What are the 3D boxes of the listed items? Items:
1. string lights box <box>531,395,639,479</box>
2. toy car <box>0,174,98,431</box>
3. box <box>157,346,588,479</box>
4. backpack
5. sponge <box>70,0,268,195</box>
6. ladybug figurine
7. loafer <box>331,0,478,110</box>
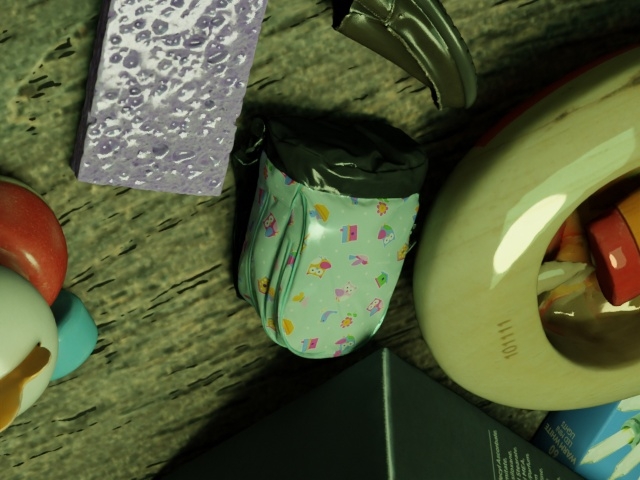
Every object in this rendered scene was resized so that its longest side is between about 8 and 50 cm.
[{"bbox_3d":[0.299,0.185,1.267,0.133,0.077,0.260,20,107,-28],"label":"string lights box"},{"bbox_3d":[-0.263,0.067,0.889,0.210,0.238,0.219,-27,123,-6],"label":"toy car"},{"bbox_3d":[0.081,0.317,1.114,0.293,0.212,0.395,-33,129,30],"label":"box"},{"bbox_3d":[0.000,0.000,1.031,0.152,0.115,0.182,5,117,-26],"label":"backpack"},{"bbox_3d":[-0.109,-0.136,0.964,0.117,0.031,0.210,5,114,-24],"label":"sponge"},{"bbox_3d":[0.272,-0.033,1.090,0.449,0.162,0.305,-22,122,-9],"label":"ladybug figurine"},{"bbox_3d":[0.044,-0.179,0.982,0.078,0.080,0.220,-32,119,9],"label":"loafer"}]
